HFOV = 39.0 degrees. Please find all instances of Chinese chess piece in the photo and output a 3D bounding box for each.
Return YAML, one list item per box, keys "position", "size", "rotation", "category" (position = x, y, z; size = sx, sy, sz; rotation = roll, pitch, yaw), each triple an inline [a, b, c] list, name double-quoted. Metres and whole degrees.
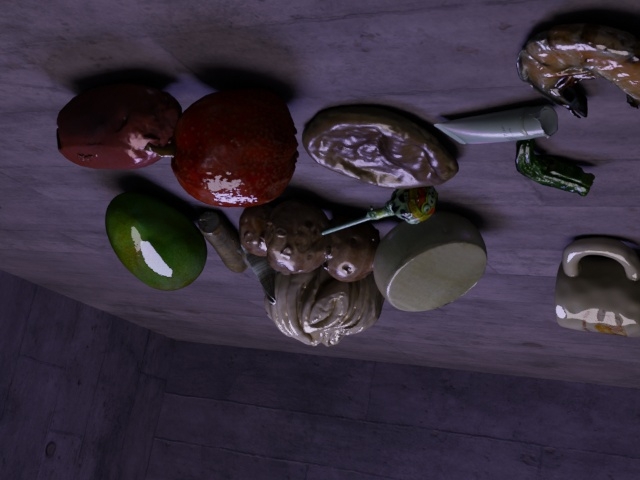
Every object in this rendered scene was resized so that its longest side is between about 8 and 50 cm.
- position: [0.236, 0.047, 1.956]
  size: [0.250, 0.101, 0.250]
  rotation: [-13, 141, -11]
  category: "Chinese chess piece"

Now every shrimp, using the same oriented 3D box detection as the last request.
- position: [0.415, -0.202, 1.252]
  size: [0.233, 0.071, 0.365]
  rotation: [8, 168, 45]
  category: "shrimp"

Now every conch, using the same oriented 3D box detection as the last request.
- position: [-0.137, 0.030, 2.198]
  size: [0.137, 0.114, 0.234]
  rotation: [54, 180, -30]
  category: "conch"

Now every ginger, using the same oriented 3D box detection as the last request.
- position: [0.000, 0.000, 2.052]
  size: [0.375, 0.176, 0.256]
  rotation: [11, -178, -7]
  category: "ginger"

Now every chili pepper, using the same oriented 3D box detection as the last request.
- position: [0.388, -0.127, 1.545]
  size: [0.182, 0.050, 0.073]
  rotation: [23, 168, -29]
  category: "chili pepper"

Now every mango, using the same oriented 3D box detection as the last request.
- position: [-0.406, 0.000, 2.227]
  size: [0.201, 0.225, 0.382]
  rotation: [-28, 156, 2]
  category: "mango"

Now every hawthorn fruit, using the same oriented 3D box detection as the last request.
- position: [-0.164, -0.155, 1.505]
  size: [0.253, 0.205, 0.205]
  rotation: [0, 166, -8]
  category: "hawthorn fruit"

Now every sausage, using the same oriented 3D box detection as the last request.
- position: [-0.359, -0.202, 1.602]
  size: [0.279, 0.152, 0.152]
  rotation: [1, 162, 40]
  category: "sausage"

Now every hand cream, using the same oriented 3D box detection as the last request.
- position: [0.279, -0.180, 1.437]
  size: [0.078, 0.050, 0.204]
  rotation: [24, 164, -38]
  category: "hand cream"

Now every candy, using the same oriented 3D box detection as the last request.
- position: [0.111, -0.057, 1.841]
  size: [0.083, 0.091, 0.305]
  rotation: [34, 146, -33]
  category: "candy"

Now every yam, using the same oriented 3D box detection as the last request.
- position: [-0.250, 0.011, 2.396]
  size: [0.083, 0.083, 0.371]
  rotation: [8, 165, 8]
  category: "yam"

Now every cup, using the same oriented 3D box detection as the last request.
- position: [0.635, 0.085, 2.002]
  size: [0.202, 0.255, 0.173]
  rotation: [4, -155, 28]
  category: "cup"

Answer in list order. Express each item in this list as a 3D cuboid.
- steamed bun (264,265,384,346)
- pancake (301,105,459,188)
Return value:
- position: [0.005, 0.120, 2.249]
  size: [0.289, 0.276, 0.203]
  rotation: [14, 168, 17]
  category: "steamed bun"
- position: [0.107, -0.157, 1.626]
  size: [0.294, 0.050, 0.294]
  rotation: [11, 165, 3]
  category: "pancake"
